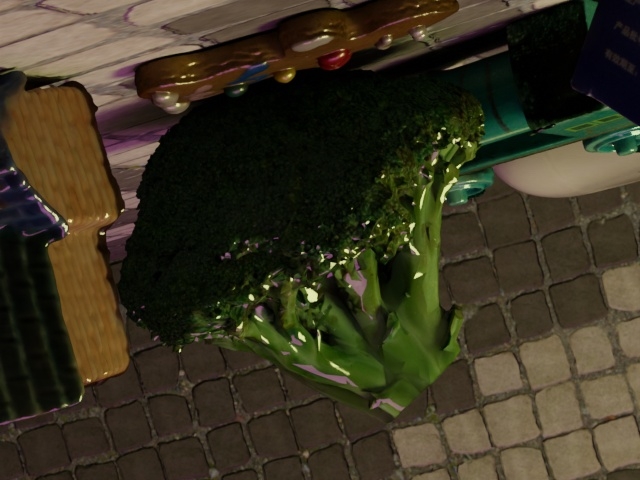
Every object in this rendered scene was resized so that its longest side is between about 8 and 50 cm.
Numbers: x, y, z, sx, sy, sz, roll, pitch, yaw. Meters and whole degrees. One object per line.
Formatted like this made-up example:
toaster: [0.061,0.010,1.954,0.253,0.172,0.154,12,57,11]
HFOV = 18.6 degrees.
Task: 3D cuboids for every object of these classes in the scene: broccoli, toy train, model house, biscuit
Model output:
broccoli: [0.000,0.000,1.455,0.308,0.275,0.308,-44,-178,2]
toy train: [0.142,-0.109,1.604,0.298,0.120,0.194,-17,171,31]
model house: [-0.200,0.014,1.075,0.166,0.182,0.172,-18,180,9]
biscuit: [-0.012,-0.117,1.211,0.205,0.031,0.138,-17,178,2]

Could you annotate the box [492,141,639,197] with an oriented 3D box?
box: [0.334,-0.141,1.786,0.349,0.141,0.289,-18,179,34]

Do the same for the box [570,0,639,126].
box: [0.349,-0.120,1.346,0.299,0.106,0.200,-14,-139,-42]
